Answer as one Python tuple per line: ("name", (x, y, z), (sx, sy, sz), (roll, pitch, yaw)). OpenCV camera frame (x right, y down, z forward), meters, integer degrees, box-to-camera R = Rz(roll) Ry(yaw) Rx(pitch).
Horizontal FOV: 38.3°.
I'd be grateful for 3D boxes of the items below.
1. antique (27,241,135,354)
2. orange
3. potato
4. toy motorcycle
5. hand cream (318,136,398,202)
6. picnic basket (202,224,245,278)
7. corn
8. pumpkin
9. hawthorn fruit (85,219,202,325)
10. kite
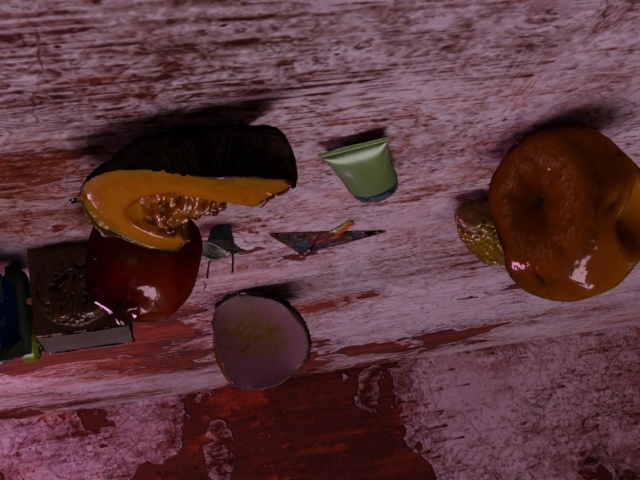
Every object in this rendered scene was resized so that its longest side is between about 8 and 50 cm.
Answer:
("antique", (-0.374, 0.089, 1.441), (0.146, 0.152, 0.148), (-8, 163, -11))
("orange", (0.348, -0.037, 1.298), (0.183, 0.249, 0.249), (9, 156, -36))
("potato", (-0.131, 0.221, 2.006), (0.229, 0.229, 0.266), (-10, 169, -1))
("toy motorcycle", (-0.522, 0.102, 1.346), (0.191, 0.200, 0.326), (-7, 176, -14))
("hand cream", (0.062, -0.097, 1.255), (0.095, 0.046, 0.175), (-12, 158, 11))
("picnic basket", (-0.159, 0.019, 1.457), (0.065, 0.083, 0.083), (-15, 162, 38))
("corn", (0.295, -0.012, 1.617), (0.097, 0.097, 0.261), (-16, 163, 20))
("pumpkin", (-0.168, -0.089, 1.056), (0.163, 0.111, 0.278), (22, 150, -35))
("hawthorn fruit", (-0.248, 0.041, 1.273), (0.169, 0.188, 0.169), (3, 148, 2))
("kite", (0.000, 0.000, 1.623), (0.241, 0.014, 0.183), (2, 160, -33))
